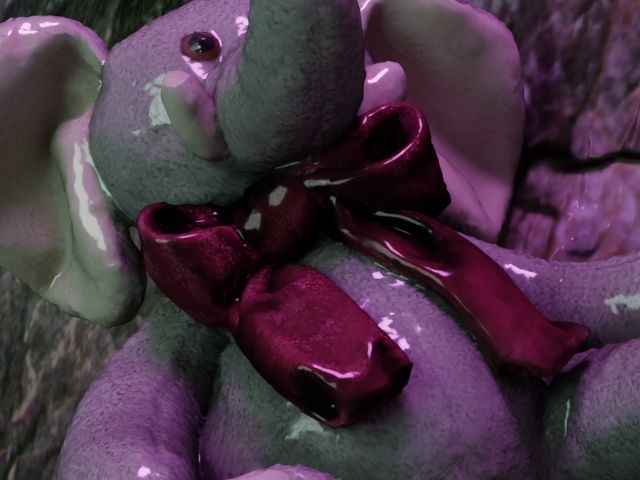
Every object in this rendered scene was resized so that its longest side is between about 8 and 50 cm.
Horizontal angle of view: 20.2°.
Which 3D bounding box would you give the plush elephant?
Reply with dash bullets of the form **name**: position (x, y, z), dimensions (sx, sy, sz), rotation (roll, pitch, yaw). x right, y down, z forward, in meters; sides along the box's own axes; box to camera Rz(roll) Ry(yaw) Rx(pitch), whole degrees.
- **plush elephant**: position (0.000, 0.000, 0.683), dimensions (0.255, 0.272, 0.330), rotation (69, 161, 4)
